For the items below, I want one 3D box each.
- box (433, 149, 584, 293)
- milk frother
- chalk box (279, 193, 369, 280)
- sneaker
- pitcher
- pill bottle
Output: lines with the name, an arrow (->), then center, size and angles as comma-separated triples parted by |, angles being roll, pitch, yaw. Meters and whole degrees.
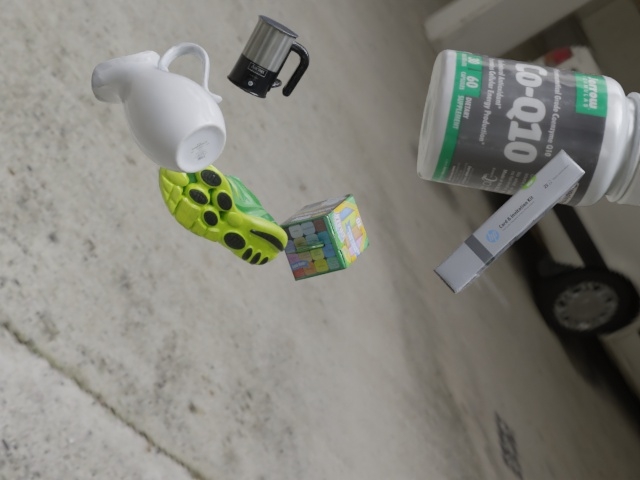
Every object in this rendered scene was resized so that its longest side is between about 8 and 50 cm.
box -> 0.209, -0.017, 1.134 | 0.038, 0.186, 0.145 | 48, 7, 9
milk frother -> -0.100, -0.349, 1.943 | 0.129, 0.134, 0.143 | 22, 18, -29
chalk box -> 0.000, 0.000, 2.239 | 0.213, 0.132, 0.132 | -42, 116, -60
sneaker -> -0.174, -0.059, 1.695 | 0.295, 0.109, 0.123 | 43, 6, -46
pitcher -> -0.206, -0.202, 1.477 | 0.207, 0.178, 0.125 | 45, -21, 32
pill bottle -> 0.340, -0.163, 1.561 | 0.204, 0.361, 0.204 | -171, -90, -89
